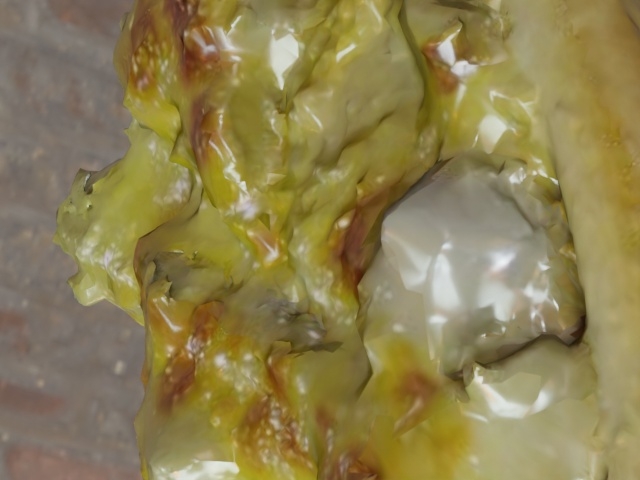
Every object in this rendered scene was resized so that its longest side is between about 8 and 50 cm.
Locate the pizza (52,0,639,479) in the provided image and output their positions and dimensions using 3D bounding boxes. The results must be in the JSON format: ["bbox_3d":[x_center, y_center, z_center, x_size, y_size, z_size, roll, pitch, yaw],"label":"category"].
[{"bbox_3d":[0.000,0.000,0.475,0.089,0.323,0.223,8,142,-37],"label":"pizza"}]
